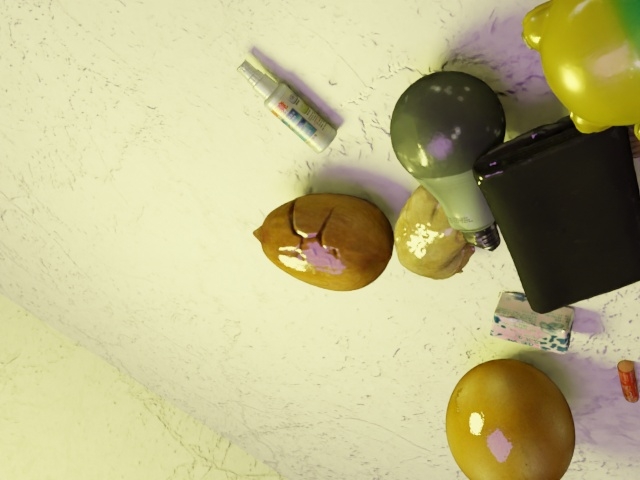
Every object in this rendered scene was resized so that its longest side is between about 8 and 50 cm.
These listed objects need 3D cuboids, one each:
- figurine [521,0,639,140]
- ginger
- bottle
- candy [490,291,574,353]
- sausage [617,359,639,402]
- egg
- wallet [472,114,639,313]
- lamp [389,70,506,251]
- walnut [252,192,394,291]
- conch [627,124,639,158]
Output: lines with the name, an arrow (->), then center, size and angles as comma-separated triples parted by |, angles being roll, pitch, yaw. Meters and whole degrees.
figurine -> 0.425, -0.262, 0.862 | 0.340, 0.231, 0.323 | -24, 116, 40
ginger -> 0.219, -0.020, 1.363 | 0.152, 0.138, 0.267 | -18, 148, -13
bottle -> -0.064, -0.252, 1.336 | 0.217, 0.060, 0.060 | 42, 142, -15
candy -> 0.439, 0.171, 1.495 | 0.160, 0.073, 0.092 | 13, 139, 21
sausage -> 0.660, 0.308, 1.546 | 0.034, 0.034, 0.129 | 1, 135, 32
egg -> 0.424, 0.422, 1.627 | 0.283, 0.282, 0.351 | 2, 136, 31
wallet -> 0.408, -0.031, 1.178 | 0.228, 0.062, 0.406 | -23, 136, 12
lamp -> 0.210, -0.124, 1.186 | 0.182, 0.182, 0.314 | 10, 131, 24
walnut -> 0.000, 0.000, 1.465 | 0.298, 0.203, 0.203 | 4, 139, 11
conch -> 0.518, -0.119, 1.040 | 0.245, 0.163, 0.178 | 61, 154, 2
